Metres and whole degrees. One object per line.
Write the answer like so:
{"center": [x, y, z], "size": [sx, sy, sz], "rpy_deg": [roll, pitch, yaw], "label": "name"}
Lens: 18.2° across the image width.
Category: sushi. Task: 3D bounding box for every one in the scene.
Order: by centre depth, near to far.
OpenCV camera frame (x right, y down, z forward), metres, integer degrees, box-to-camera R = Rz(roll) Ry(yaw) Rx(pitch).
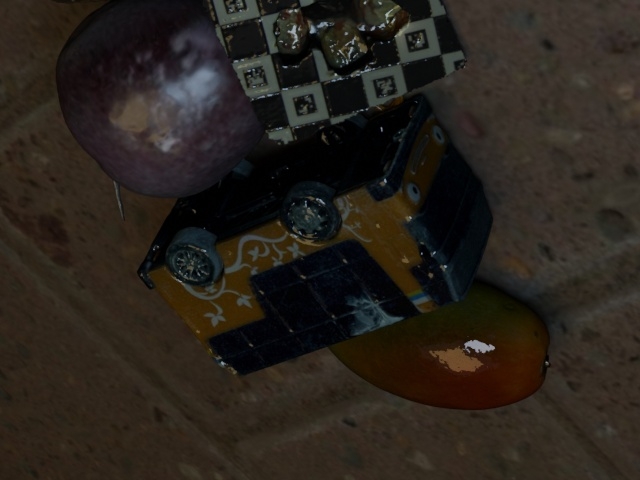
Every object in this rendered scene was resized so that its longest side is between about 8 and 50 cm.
{"center": [0.012, -0.209, 1.903], "size": [0.210, 0.040, 0.192], "rpy_deg": [-21, 118, 9], "label": "sushi"}

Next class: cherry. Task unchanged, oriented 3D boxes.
{"center": [-0.156, -0.147, 2.000], "size": [0.266, 0.183, 0.213], "rpy_deg": [-33, 123, 26], "label": "cherry"}

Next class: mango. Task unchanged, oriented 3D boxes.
{"center": [0.108, 0.103, 2.135], "size": [0.289, 0.129, 0.146], "rpy_deg": [9, 136, 37], "label": "mango"}

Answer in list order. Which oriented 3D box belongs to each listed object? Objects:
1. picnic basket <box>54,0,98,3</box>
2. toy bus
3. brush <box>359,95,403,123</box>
{"center": [-0.192, -0.292, 1.952], "size": [0.193, 0.055, 0.110], "rpy_deg": [-1, 100, 35], "label": "picnic basket"}
{"center": [0.000, 0.000, 2.027], "size": [0.323, 0.162, 0.194], "rpy_deg": [-21, 118, 33], "label": "toy bus"}
{"center": [0.010, -0.077, 2.095], "size": [0.090, 0.017, 0.314], "rpy_deg": [35, 139, -3], "label": "brush"}
